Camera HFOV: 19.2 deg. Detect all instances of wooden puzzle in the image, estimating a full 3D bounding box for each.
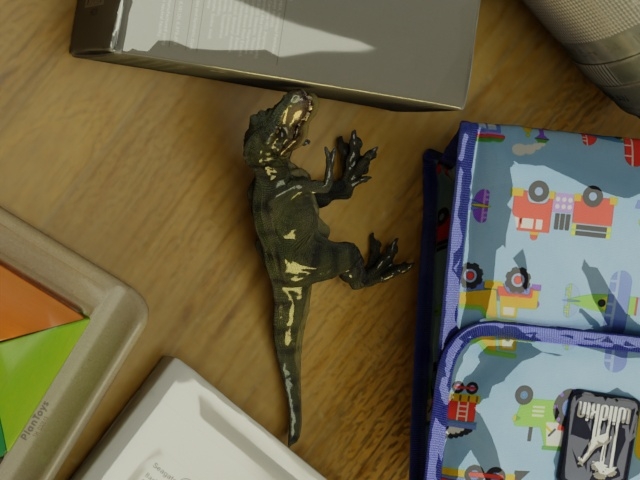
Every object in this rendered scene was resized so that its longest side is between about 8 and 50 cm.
[{"bbox_3d":[-0.256,0.075,1.198,0.238,0.044,0.221,33,85,-21],"label":"wooden puzzle"}]

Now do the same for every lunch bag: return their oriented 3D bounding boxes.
[{"bbox_3d":[0.176,0.084,1.263,0.220,0.138,0.293,5,82,-7],"label":"lunch bag"}]

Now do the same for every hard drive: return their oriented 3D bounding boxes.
[{"bbox_3d":[-0.116,0.259,1.253,0.203,0.040,0.307,41,76,-16],"label":"hard drive"}]

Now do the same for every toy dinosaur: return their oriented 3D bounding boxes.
[{"bbox_3d":[0.000,0.000,1.271,0.118,0.064,0.268,-32,130,-36],"label":"toy dinosaur"}]

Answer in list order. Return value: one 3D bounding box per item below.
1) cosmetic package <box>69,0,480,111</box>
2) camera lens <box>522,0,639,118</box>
[{"bbox_3d":[-0.028,-0.147,1.215,0.238,0.127,0.107,11,90,-20],"label":"cosmetic package"},{"bbox_3d":[0.217,-0.230,1.248,0.219,0.219,0.274,-47,110,-10],"label":"camera lens"}]
